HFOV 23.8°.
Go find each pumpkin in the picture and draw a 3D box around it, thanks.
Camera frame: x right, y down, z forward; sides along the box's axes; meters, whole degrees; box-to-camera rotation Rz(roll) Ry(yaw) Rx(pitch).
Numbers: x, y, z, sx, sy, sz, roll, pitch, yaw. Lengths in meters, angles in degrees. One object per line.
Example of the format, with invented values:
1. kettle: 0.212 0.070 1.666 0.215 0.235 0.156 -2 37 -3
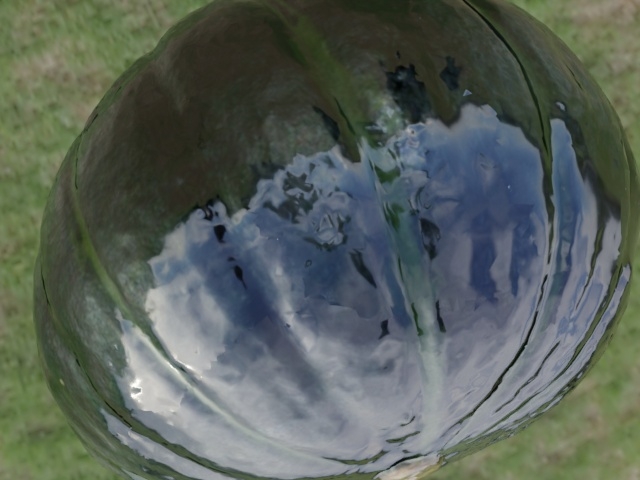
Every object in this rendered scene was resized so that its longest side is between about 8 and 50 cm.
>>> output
1. pumpkin: 0.000 0.000 0.600 0.250 0.216 0.250 -26 147 -19
